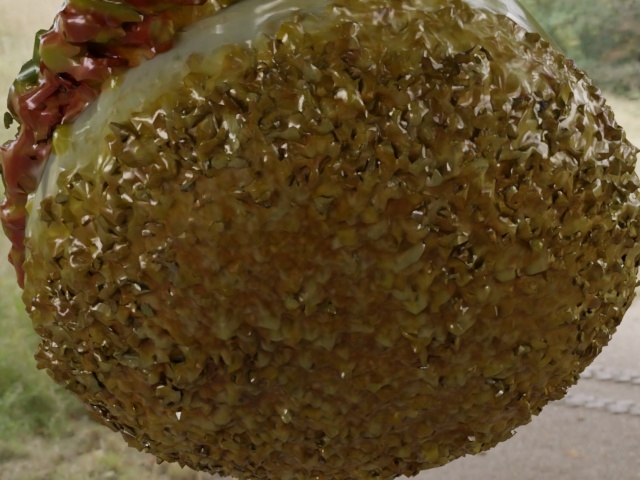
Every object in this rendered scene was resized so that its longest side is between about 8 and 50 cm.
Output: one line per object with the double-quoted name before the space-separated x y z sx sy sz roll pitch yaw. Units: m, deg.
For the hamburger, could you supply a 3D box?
"hamburger" 0.000 0.000 0.478 0.294 0.276 0.179 16 38 -14
